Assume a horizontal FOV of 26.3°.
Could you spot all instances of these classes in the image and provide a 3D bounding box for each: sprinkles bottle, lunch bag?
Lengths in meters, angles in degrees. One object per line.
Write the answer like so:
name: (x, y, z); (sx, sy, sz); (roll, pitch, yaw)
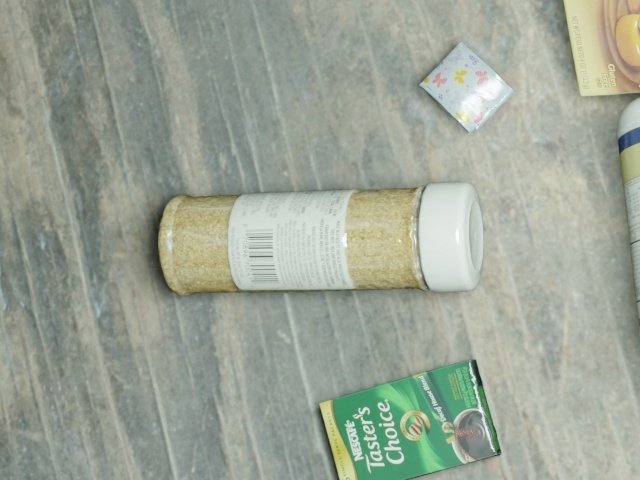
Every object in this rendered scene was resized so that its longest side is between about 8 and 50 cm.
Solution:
sprinkles bottle: (0.000, 0.000, 1.538); (0.355, 0.121, 0.121); (-1, 85, 18)
lunch bag: (0.166, -0.167, 1.535); (0.071, 0.053, 0.083); (-47, 64, 7)

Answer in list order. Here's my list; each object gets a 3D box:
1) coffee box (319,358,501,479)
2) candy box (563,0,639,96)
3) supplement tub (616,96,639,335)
coffee box: (0.099, 0.210, 1.531); (0.184, 0.040, 0.113); (-17, 81, 16)
candy box: (0.333, -0.310, 1.382); (0.183, 0.087, 0.316); (1, 113, 37)
supplement tub: (0.420, 0.009, 1.345); (0.228, 0.228, 0.316); (-7, 83, 17)
